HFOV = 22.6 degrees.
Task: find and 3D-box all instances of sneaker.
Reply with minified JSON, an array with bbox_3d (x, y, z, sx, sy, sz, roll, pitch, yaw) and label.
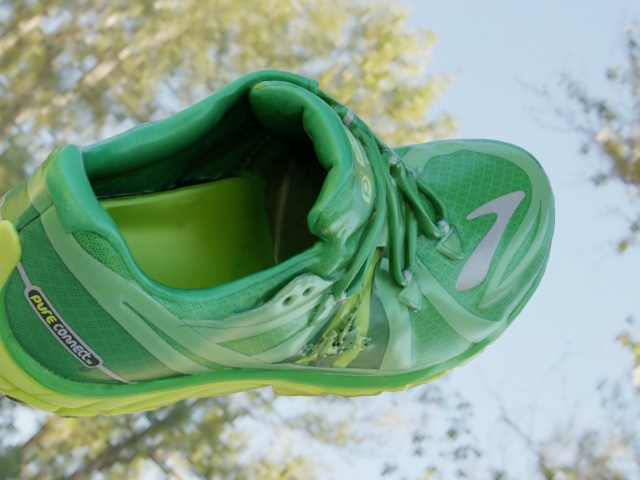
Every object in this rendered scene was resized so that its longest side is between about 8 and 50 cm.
[{"bbox_3d":[0.000,0.000,0.638,0.123,0.295,0.109,-47,-118,43],"label":"sneaker"}]
